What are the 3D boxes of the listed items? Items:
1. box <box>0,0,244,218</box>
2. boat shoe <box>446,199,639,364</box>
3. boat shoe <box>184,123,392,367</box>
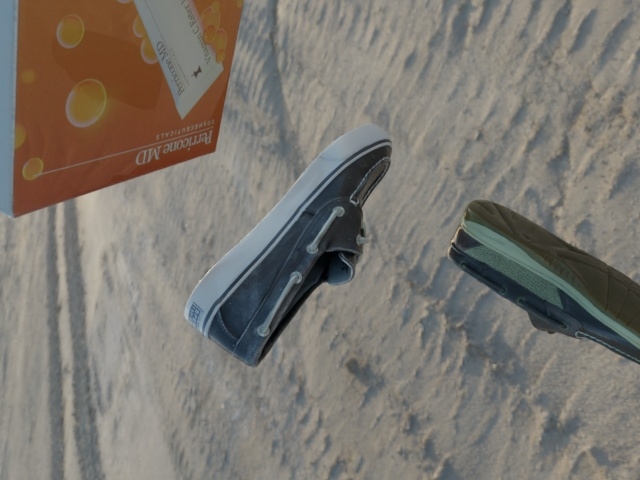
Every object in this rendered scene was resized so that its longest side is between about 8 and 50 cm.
[{"bbox_3d":[-0.170,-0.224,0.462,0.168,0.215,0.345,28,121,20],"label":"box"},{"bbox_3d":[0.217,0.048,0.620,0.223,0.080,0.073,36,127,14],"label":"boat shoe"},{"bbox_3d":[0.000,0.000,0.691,0.301,0.102,0.108,-47,-18,-29],"label":"boat shoe"}]
